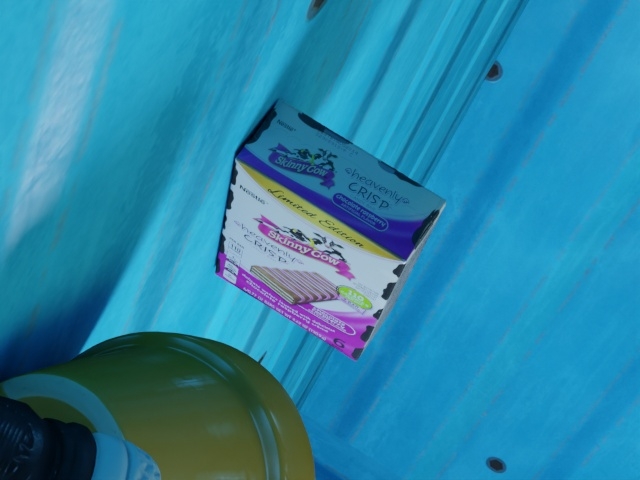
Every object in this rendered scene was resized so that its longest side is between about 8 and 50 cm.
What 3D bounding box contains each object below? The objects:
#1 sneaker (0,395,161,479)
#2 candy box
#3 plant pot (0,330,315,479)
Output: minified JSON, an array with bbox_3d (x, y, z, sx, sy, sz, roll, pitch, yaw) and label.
[{"bbox_3d":[-0.182,0.113,0.470,0.268,0.153,0.101,-40,-161,35],"label":"sneaker"},{"bbox_3d":[0.000,0.000,1.142,0.071,0.159,0.233,-55,173,-26],"label":"candy box"},{"bbox_3d":[-0.130,0.152,0.843,0.205,0.205,0.188,-57,158,2],"label":"plant pot"}]
